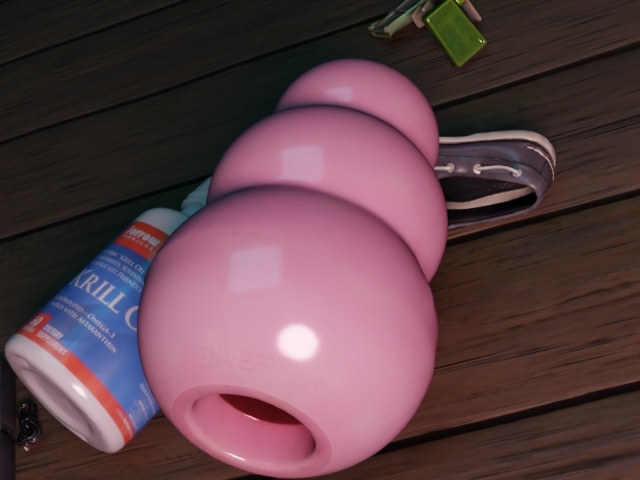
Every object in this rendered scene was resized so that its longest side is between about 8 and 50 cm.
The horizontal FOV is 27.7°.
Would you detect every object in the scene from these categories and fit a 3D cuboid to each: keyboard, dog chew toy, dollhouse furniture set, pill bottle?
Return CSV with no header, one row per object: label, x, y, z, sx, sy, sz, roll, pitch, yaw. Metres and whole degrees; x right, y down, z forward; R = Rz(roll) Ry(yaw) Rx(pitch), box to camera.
keyboard,-0.282,0.167,1.088,0.108,0.023,0.180,-25,36,4
dog chew toy,0.000,0.000,0.932,0.207,0.206,0.331,-5,46,29
dollhouse furniture set,0.112,-0.212,1.290,0.076,0.058,0.152,-41,17,-5
pill bottle,-0.133,0.052,1.041,0.124,0.124,0.221,17,55,45

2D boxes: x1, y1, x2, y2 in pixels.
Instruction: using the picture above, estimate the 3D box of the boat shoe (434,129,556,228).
boat shoe,0.087,-0.041,1.051,0.206,0.075,0.065,-9,37,18
